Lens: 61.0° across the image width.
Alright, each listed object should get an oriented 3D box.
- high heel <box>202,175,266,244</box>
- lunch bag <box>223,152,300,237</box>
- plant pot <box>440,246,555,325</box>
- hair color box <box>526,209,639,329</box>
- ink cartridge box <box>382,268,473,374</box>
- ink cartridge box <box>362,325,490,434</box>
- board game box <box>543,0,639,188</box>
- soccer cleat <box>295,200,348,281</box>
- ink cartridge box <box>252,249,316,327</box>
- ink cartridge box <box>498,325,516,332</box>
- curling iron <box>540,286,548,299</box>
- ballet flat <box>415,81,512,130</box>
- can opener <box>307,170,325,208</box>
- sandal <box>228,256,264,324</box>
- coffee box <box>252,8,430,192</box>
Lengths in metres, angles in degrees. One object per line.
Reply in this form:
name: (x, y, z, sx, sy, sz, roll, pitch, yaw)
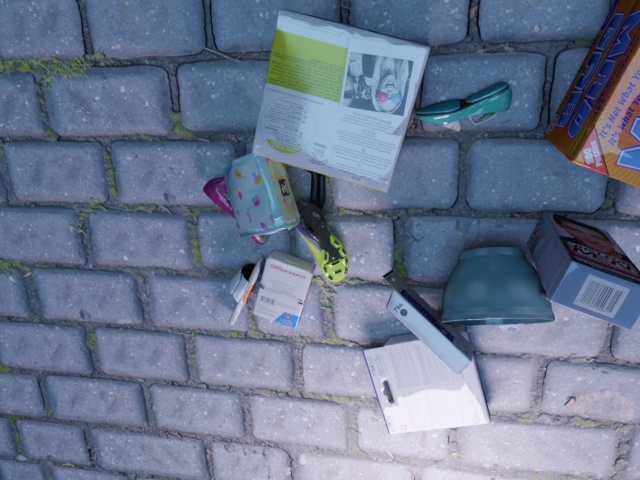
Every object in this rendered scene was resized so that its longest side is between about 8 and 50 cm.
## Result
high heel: (-0.261, -0.083, 1.658, 0.117, 0.082, 0.244, -19, 113, 36)
lunch bag: (-0.159, -0.127, 1.490, 0.160, 0.262, 0.223, -16, 94, -20)
plant pot: (0.470, 0.126, 1.474, 0.293, 0.293, 0.196, -3, 78, 13)
hair color box: (0.644, 0.056, 1.339, 0.185, 0.374, 0.113, 20, 113, 5)
ink cartridge box: (0.292, 0.225, 1.552, 0.333, 0.165, 0.065, 45, 106, 11)
ink cartridge box: (0.334, 0.443, 1.713, 0.330, 0.071, 0.324, -13, 105, 19)
board game box: (0.772, -0.301, 1.195, 0.357, 0.356, 0.356, 23, 113, 4)
soccer cleat: (0.001, -0.001, 1.622, 0.093, 0.121, 0.289, -32, 121, -6)
ink cartridge box: (-0.111, 0.150, 1.695, 0.148, 0.086, 0.203, 19, 111, 5)
ink cartridge box: (0.563, 0.224, 1.605, 0.048, 0.028, 0.083, 18, 112, 5)
curling iron: (0.627, 0.103, 1.420, 0.068, 0.274, 0.035, 16, 112, 25)
ballet flat: (0.378, -0.334, 1.421, 0.247, 0.083, 0.087, -14, 120, 19)
can opener: (-0.008, -0.180, 1.580, 0.059, 0.073, 0.186, -16, 114, -23)
sandal: (-0.259, 0.158, 1.723, 0.076, 0.102, 0.265, 28, 115, -1)
coffee box: (0.061, -0.351, 1.342, 0.338, 0.337, 0.334, 16, 112, 6)
